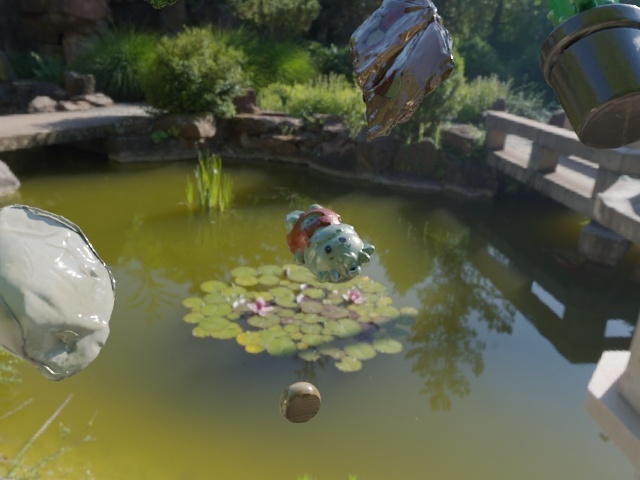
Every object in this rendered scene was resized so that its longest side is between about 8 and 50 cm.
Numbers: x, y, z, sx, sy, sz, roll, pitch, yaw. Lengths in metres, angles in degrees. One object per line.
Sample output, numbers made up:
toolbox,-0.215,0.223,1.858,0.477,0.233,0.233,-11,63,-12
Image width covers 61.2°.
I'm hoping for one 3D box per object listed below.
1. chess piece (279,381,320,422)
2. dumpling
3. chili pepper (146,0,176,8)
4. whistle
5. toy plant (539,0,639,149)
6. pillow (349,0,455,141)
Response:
chess piece,-0.040,0.319,1.066,0.083,0.084,0.038,-4,28,-21
dumpling,-0.556,0.089,1.089,0.341,0.181,0.260,36,52,16
chili pepper,-0.127,-0.208,0.392,0.030,0.091,0.034,31,60,21
whistle,0.002,0.001,0.903,0.101,0.106,0.253,-2,22,-25
toy plant,0.502,-0.363,0.990,0.279,0.185,0.400,14,57,-27
pillow,0.098,-0.231,0.671,0.049,0.135,0.248,24,41,-30
